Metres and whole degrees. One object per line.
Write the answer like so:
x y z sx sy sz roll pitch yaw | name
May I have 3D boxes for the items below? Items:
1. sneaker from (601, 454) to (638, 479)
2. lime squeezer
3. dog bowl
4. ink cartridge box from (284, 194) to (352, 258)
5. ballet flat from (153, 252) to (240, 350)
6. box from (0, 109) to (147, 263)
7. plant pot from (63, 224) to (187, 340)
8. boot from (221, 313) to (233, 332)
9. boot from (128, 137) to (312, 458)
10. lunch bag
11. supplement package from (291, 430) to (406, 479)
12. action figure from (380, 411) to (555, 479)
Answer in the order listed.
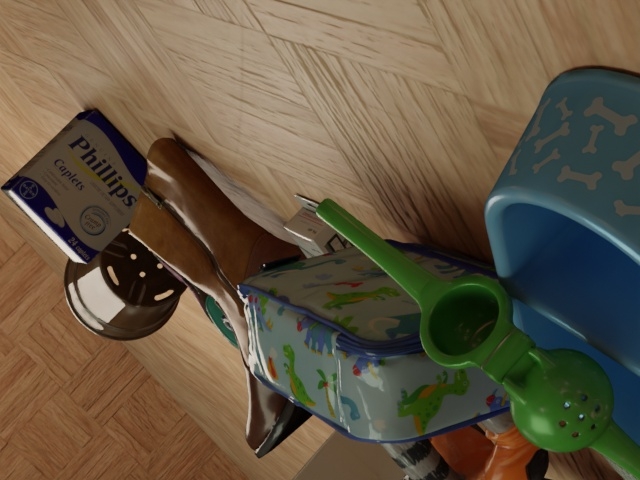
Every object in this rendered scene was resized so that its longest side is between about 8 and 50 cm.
0.289 0.234 0.824 0.283 0.122 0.110 43 165 -1 | sneaker
0.111 0.062 0.689 0.310 0.059 0.110 39 -163 13 | lime squeezer
0.172 0.033 0.661 0.166 0.074 0.297 34 162 30 | dog bowl
0.000 0.000 1.095 0.048 0.028 0.083 24 155 50 | ink cartridge box
-0.128 0.054 1.518 0.221 0.077 0.079 45 -176 10 | ballet flat
-0.277 -0.063 1.417 0.126 0.137 0.072 47 163 -17 | box
-0.247 0.042 1.622 0.167 0.167 0.165 45 157 -7 | plant pot
-0.021 0.107 1.332 0.190 0.086 0.069 31 161 38 | boot
-0.107 0.068 1.266 0.280 0.096 0.264 37 138 19 | boot
0.054 0.062 0.864 0.219 0.176 0.090 20 118 60 | lunch bag
0.088 0.359 1.523 0.262 0.204 0.145 41 163 6 | supplement package
0.121 0.239 1.086 0.341 0.179 0.330 -9 104 56 | action figure
